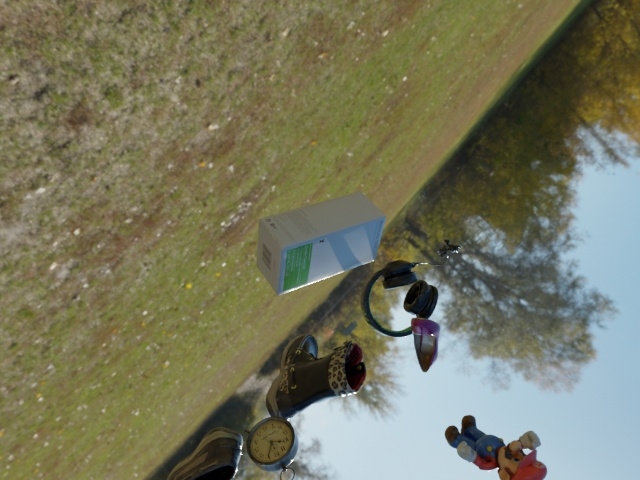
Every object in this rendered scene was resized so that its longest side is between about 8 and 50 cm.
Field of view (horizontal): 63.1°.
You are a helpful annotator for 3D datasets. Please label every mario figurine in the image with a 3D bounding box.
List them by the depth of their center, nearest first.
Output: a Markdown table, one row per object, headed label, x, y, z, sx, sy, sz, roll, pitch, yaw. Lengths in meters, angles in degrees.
| label | x | y | z | sx | sy | sz | roll | pitch | yaw |
| --- | --- | --- | --- | --- | --- | --- | --- | --- | --- |
| mario figurine | 0.547 | 0.631 | 1.610 | 0.320 | 0.170 | 0.198 | 15 | -117 | 53 |

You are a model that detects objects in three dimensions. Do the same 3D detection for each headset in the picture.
| label | x | y | z | sx | sy | sz | roll | pitch | yaw |
| --- | --- | --- | --- | --- | --- | --- | --- | --- | --- |
| headset | 0.318 | 0.156 | 1.788 | 0.394 | 0.243 | 0.185 | -44 | -175 | -17 |

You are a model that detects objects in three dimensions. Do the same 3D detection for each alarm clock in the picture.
| label | x | y | z | sx | sy | sz | roll | pitch | yaw |
| --- | --- | --- | --- | --- | --- | --- | --- | --- | --- |
| alarm clock | -0.114 | 0.538 | 1.333 | 0.129 | 0.192 | 0.064 | -28 | 129 | -10 |

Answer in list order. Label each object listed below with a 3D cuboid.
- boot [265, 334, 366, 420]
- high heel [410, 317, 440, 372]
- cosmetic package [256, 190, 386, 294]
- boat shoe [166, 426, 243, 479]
| label | x | y | z | sx | sy | sz | roll | pitch | yaw |
| --- | --- | --- | --- | --- | --- | --- | --- | --- | --- |
| boot | 0.004 | 0.394 | 1.641 | 0.284 | 0.138 | 0.377 | -26 | -167 | 24 |
| high heel | 0.293 | 0.297 | 1.482 | 0.244 | 0.082 | 0.117 | 60 | 42 | -63 |
| cosmetic package | 0.000 | 0.000 | 1.587 | 0.365 | 0.155 | 0.197 | -18 | 136 | -27 |
| boat shoe | -0.336 | 0.670 | 1.434 | 0.355 | 0.132 | 0.130 | -57 | -158 | 20 |
